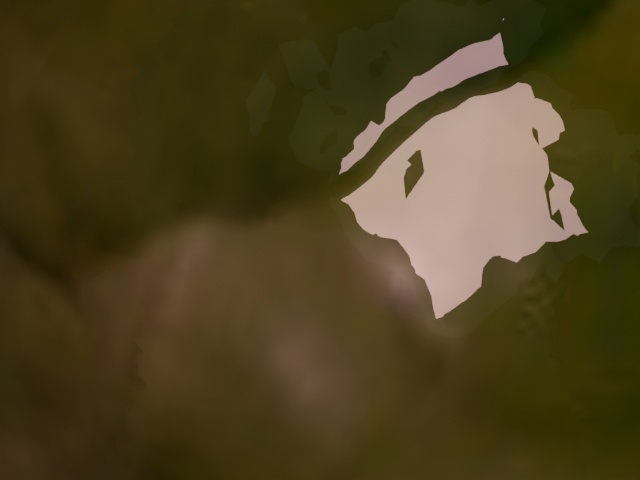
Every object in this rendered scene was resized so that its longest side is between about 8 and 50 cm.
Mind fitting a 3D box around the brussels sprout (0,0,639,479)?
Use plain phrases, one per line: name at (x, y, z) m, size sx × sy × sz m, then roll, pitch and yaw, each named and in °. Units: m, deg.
brussels sprout at (-0.001, -0.003, 0.522) m, size 0.354 × 0.289 × 0.281 m, roll 5°, pitch 109°, yaw 11°
